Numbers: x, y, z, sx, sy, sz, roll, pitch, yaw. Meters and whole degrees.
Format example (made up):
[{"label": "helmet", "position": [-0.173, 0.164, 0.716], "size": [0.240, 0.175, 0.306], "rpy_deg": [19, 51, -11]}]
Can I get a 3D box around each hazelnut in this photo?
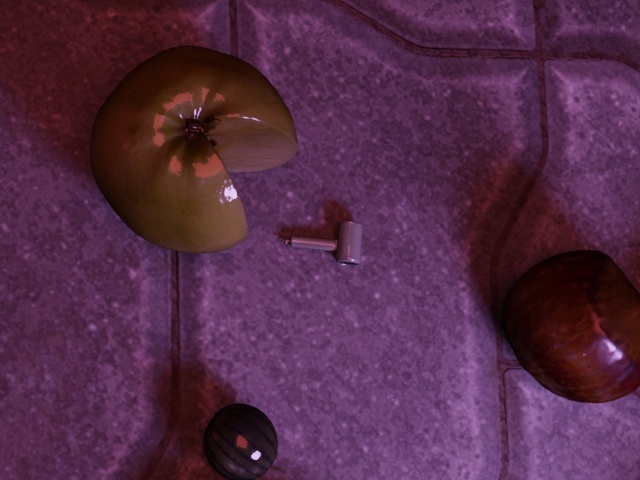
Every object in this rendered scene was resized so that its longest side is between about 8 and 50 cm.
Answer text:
[{"label": "hazelnut", "position": [0.380, 0.133, 1.780], "size": [0.218, 0.218, 0.234], "rpy_deg": [-34, 88, -13]}]

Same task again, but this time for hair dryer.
[{"label": "hair dryer", "position": [0.000, 0.000, 1.823], "size": [0.124, 0.038, 0.063], "rpy_deg": [5, 78, -2]}]

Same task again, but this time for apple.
[{"label": "apple", "position": [-0.174, -0.127, 1.699], "size": [0.292, 0.254, 0.292], "rpy_deg": [1, 77, -6]}]

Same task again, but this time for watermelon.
[{"label": "watermelon", "position": [-0.103, 0.293, 1.719], "size": [0.133, 0.105, 0.105], "rpy_deg": [42, 76, -13]}]
